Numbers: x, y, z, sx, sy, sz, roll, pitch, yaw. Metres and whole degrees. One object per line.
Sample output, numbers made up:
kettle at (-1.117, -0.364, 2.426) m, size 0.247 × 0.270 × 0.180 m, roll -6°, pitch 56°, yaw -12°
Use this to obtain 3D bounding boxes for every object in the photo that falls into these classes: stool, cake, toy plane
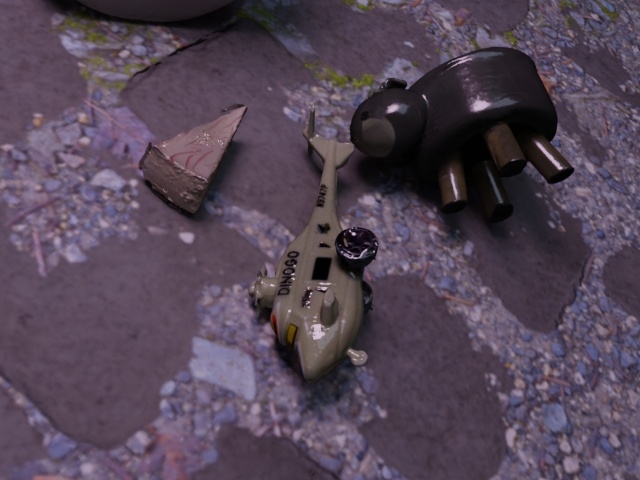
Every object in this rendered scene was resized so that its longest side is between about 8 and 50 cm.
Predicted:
stool at (0.147, -0.100, 0.868) m, size 0.228 × 0.153 × 0.139 m, roll -15°, pitch 65°, yaw -4°
cake at (-0.100, -0.078, 0.766) m, size 0.065 × 0.052 × 0.121 m, roll 41°, pitch 46°, yaw 10°
toy plane at (0.000, 0.000, 0.748) m, size 0.108 × 0.092 × 0.286 m, roll 6°, pitch 52°, yaw 5°

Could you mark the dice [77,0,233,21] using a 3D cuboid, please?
dice at (-0.160, -0.395, 0.826) m, size 0.243 × 0.259 × 0.251 m, roll -2°, pitch 57°, yaw -32°
